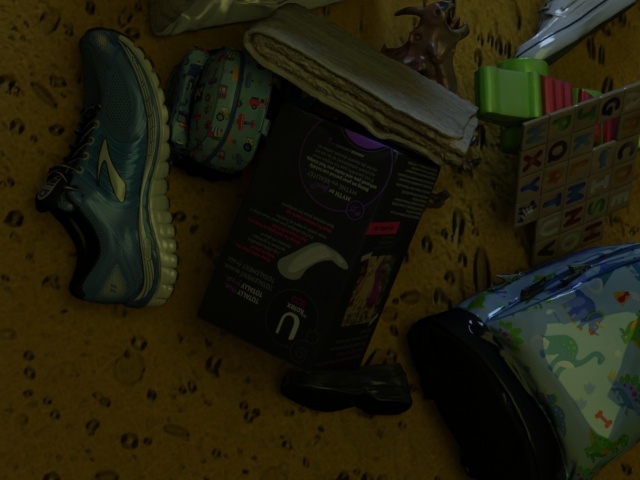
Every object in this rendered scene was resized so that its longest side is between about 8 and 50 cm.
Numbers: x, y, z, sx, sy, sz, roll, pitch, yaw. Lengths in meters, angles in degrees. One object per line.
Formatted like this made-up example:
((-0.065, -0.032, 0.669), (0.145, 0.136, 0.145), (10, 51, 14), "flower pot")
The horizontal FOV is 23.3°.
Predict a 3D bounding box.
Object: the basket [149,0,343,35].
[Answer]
((-0.041, -0.426, 1.800), (0.328, 0.331, 0.266), (-15, 87, -22), "basket")

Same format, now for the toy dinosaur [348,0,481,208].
((0.089, -0.139, 1.927), (0.200, 0.127, 0.296), (45, 75, -11), "toy dinosaur")

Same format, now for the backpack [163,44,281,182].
((-0.116, -0.156, 1.819), (0.117, 0.173, 0.158), (16, 81, -16), "backpack")

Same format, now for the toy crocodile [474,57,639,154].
((0.312, -0.158, 1.984), (0.340, 0.105, 0.115), (16, 71, -46), "toy crocodile")

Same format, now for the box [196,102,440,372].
((0.000, 0.000, 1.791), (0.165, 0.143, 0.270), (25, 96, 24), "box")

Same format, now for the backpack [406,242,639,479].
((0.339, 0.146, 1.939), (0.355, 0.273, 0.290), (-23, 86, -34), "backpack")

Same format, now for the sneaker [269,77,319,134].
((-0.029, -0.187, 1.924), (0.059, 0.053, 0.144), (43, 63, -12), "sneaker")

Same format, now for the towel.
((0.053, -0.181, 1.786), (0.282, 0.187, 0.049), (31, 111, 1), "towel")

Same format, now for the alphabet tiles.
((0.328, -0.078, 1.984), (0.198, 0.009, 0.237), (-21, 132, -25), "alphabet tiles")

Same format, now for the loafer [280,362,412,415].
((0.030, 0.175, 1.907), (0.170, 0.062, 0.061), (10, 58, -23), "loafer")

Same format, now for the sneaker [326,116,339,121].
((-0.011, -0.106, 1.933), (0.043, 0.040, 0.109), (17, 81, 9), "sneaker")

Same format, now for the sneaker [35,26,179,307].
((-0.253, -0.084, 1.786), (0.147, 0.130, 0.330), (-4, 85, -24), "sneaker")

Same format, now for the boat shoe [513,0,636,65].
((0.323, -0.294, 2.064), (0.226, 0.083, 0.076), (-33, 84, -32), "boat shoe")
